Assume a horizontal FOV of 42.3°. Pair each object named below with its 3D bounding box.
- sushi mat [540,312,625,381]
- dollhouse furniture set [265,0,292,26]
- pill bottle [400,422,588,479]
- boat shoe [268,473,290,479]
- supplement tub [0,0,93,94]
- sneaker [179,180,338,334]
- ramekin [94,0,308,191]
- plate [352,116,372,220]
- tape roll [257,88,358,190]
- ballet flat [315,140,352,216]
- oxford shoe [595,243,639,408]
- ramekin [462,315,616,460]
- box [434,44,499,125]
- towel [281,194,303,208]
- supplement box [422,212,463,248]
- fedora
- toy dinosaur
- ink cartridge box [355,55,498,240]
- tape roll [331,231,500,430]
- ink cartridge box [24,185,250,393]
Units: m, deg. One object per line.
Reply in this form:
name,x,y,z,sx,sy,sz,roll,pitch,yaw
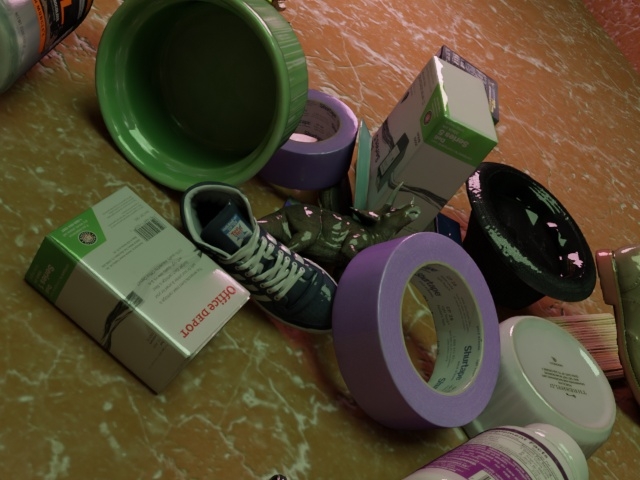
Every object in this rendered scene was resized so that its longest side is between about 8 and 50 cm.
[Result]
sushi mat,0.523,0.209,1.611,0.316,0.019,0.151,2,48,-41
dollhouse furniture set,-0.105,-0.485,1.796,0.076,0.058,0.151,27,55,-31
pill bottle,0.223,0.336,1.059,0.301,0.169,0.169,-10,58,-49
boat shoe,-0.070,0.309,0.926,0.038,0.046,0.125,38,43,-11
supplement tub,-0.450,-0.349,1.162,0.207,0.207,0.338,32,36,-12
sneaker,-0.079,0.025,1.123,0.282,0.099,0.153,38,-10,6
ramekin,-0.164,-0.232,1.228,0.303,0.303,0.148,42,27,3
plate,0.072,-0.116,1.417,0.024,0.188,0.188,4,39,3
tape roll,-0.034,-0.175,1.408,0.189,0.080,0.189,6,44,-6
ballet flat,0.016,-0.119,1.480,0.084,0.058,0.250,56,25,-42
oxford shoe,0.617,0.174,1.547,0.123,0.130,0.348,-10,85,-70
ramekin,0.344,0.240,1.313,0.273,0.127,0.273,25,37,-20
box,0.362,-0.381,2.082,0.183,0.059,0.232,31,35,-12
towel,-0.038,-0.040,1.373,0.060,0.009,0.083,34,35,-7
supplement box,0.205,0.009,1.480,0.056,0.083,0.083,27,36,-18
fedora,0.359,0.010,1.560,0.334,0.152,0.334,25,37,-21
toy dinosaur,0.000,0.000,1.293,0.313,0.121,0.160,2,44,-8
ink cartridge box,0.178,-0.155,1.474,0.115,0.273,0.198,23,38,-19
tape roll,0.143,0.130,1.183,0.275,0.090,0.274,15,68,-42
ink cartridge box,-0.220,0.057,1.021,0.219,0.092,0.160,42,35,2
